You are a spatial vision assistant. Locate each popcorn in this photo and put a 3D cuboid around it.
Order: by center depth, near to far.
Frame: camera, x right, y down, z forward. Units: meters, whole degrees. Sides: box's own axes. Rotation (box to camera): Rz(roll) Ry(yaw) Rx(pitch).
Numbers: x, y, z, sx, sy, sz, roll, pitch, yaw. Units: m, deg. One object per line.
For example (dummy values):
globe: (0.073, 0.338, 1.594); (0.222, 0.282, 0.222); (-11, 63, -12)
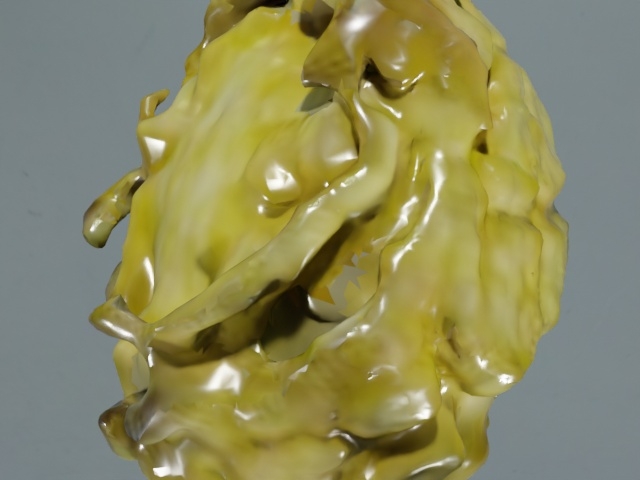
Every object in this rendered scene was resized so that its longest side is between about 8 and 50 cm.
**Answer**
popcorn: (0.000, 0.000, 0.580); (0.190, 0.250, 0.250); (23, 79, -12)
